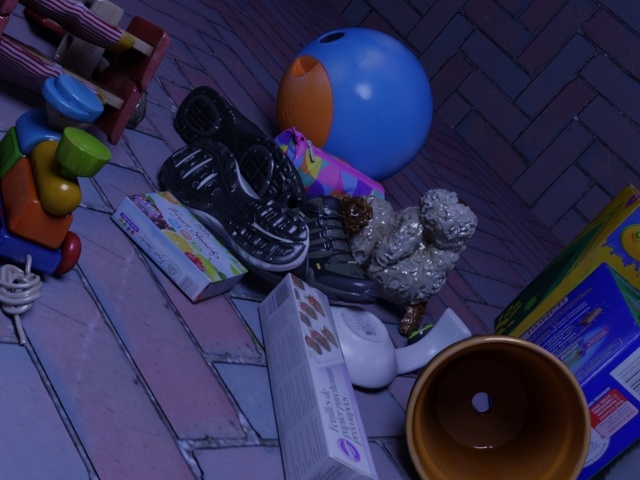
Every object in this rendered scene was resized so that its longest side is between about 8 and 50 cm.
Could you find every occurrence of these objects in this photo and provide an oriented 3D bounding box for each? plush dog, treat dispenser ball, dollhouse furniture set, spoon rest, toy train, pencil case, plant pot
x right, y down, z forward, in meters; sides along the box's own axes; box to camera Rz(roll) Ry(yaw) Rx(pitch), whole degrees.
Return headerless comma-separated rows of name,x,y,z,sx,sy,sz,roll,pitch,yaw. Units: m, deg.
plush dog,0.082,0.008,1.424,0.225,0.211,0.262,25,-9,-4
treat dispenser ball,0.062,-0.244,1.720,0.288,0.288,0.288,37,18,-14
dollhouse furniture set,-0.367,-0.277,1.208,0.201,0.152,0.374,27,6,-38
spoon rest,0.083,0.138,1.239,0.276,0.084,0.137,3,39,-43
toy train,-0.239,-0.037,0.840,0.105,0.143,0.248,26,23,-39
pencil case,0.009,-0.100,1.587,0.236,0.104,0.104,29,22,-37
plant pot,0.201,0.210,1.129,0.205,0.205,0.188,42,2,3

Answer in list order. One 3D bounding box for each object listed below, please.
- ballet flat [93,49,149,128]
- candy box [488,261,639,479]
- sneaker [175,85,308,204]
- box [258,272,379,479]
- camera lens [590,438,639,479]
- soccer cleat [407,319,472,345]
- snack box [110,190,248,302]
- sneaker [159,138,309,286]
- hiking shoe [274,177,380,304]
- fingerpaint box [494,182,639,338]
ballet flat,-0.302,-0.253,1.361,0.084,0.058,0.250,25,24,-43
candy box,0.380,0.197,1.371,0.122,0.268,0.317,42,18,-6
sneaker,-0.097,-0.120,1.412,0.286,0.109,0.130,53,15,27
box,-0.011,0.152,1.001,0.063,0.067,0.324,33,19,-24
camera lens,0.496,0.321,1.399,0.219,0.219,0.274,40,17,-4
soccer cleat,0.194,0.166,1.413,0.179,0.060,0.072,18,41,-52
snack box,-0.161,0.004,1.080,0.141,0.037,0.100,44,16,10
sneaker,-0.113,-0.031,1.204,0.271,0.100,0.108,43,-19,31
hiking shoe,0.000,0.000,1.235,0.227,0.114,0.086,33,15,36
fingerpaint box,0.606,0.183,1.714,0.445,0.371,0.163,40,18,-3
